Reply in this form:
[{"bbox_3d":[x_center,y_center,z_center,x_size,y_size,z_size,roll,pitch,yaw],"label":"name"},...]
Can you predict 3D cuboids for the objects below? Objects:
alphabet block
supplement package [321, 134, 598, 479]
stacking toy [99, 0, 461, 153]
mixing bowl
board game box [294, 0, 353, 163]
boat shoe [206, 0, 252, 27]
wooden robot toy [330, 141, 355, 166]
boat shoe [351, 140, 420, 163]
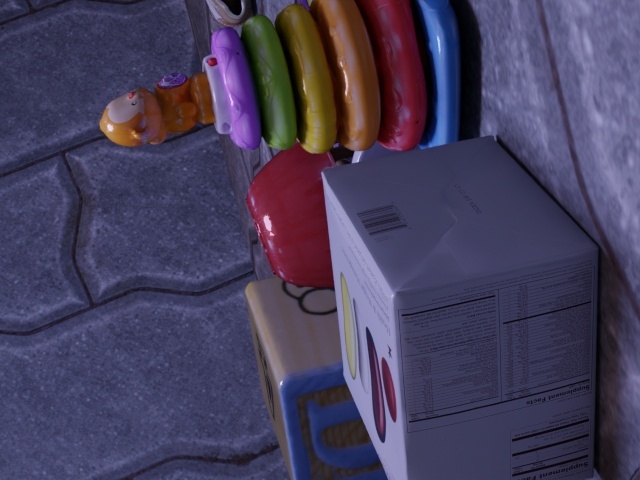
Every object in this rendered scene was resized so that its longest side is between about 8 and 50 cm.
[{"bbox_3d":[0.030,0.156,1.351,0.197,0.192,0.193,-114,16,-55],"label":"alphabet block"},{"bbox_3d":[0.101,0.061,0.872,0.194,0.149,0.203,-117,17,-58],"label":"supplement package"},{"bbox_3d":[-0.039,-0.133,0.979,0.175,0.302,0.165,-111,12,-49],"label":"stacking toy"},{"bbox_3d":[-0.020,-0.021,1.220,0.181,0.098,0.181,160,90,-87],"label":"mixing bowl"},{"bbox_3d":[0.013,-0.220,1.391,0.347,0.056,0.208,92,167,-61],"label":"board game box"},{"bbox_3d":[-0.190,-0.534,2.074,0.103,0.113,0.302,-146,33,-76],"label":"boat shoe"},{"bbox_3d":[0.049,-0.089,1.281,0.079,0.076,0.173,54,159,42],"label":"wooden robot toy"},{"bbox_3d":[0.070,-0.036,1.205,0.076,0.080,0.228,-116,8,-51],"label":"boat shoe"}]
